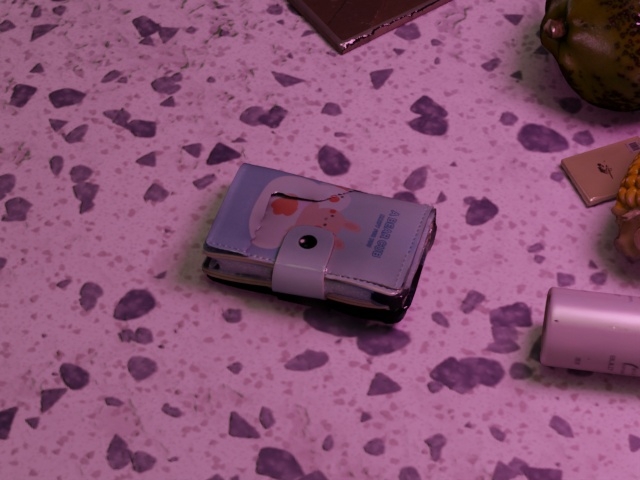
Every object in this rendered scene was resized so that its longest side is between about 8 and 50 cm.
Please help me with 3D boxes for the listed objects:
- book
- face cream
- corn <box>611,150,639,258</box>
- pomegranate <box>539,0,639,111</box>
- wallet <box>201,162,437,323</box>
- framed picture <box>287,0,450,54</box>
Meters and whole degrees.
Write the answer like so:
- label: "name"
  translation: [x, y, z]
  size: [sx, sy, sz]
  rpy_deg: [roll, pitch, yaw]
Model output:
- label: "book"
  translation: [0.365, -0.087, 1.823]
  size: [0.111, 0.014, 0.077]
  rpy_deg: [-17, 51, -13]
- label: "face cream"
  translation: [0.402, 0.111, 1.614]
  size: [0.311, 0.092, 0.092]
  rpy_deg: [5, 52, 7]
- label: "corn"
  translation: [0.479, -0.116, 1.764]
  size: [0.144, 0.144, 0.387]
  rpy_deg: [30, 56, 23]
- label: "pomegranate"
  translation: [0.407, -0.264, 1.879]
  size: [0.204, 0.276, 0.222]
  rpy_deg: [-28, 65, 28]
- label: "wallet"
  translation: [0.000, 0.000, 1.728]
  size: [0.250, 0.075, 0.176]
  rpy_deg: [13, 47, 11]
- label: "framed picture"
  translation: [0.087, -0.384, 2.068]
  size: [0.289, 0.016, 0.213]
  rpy_deg: [-29, 56, -20]
